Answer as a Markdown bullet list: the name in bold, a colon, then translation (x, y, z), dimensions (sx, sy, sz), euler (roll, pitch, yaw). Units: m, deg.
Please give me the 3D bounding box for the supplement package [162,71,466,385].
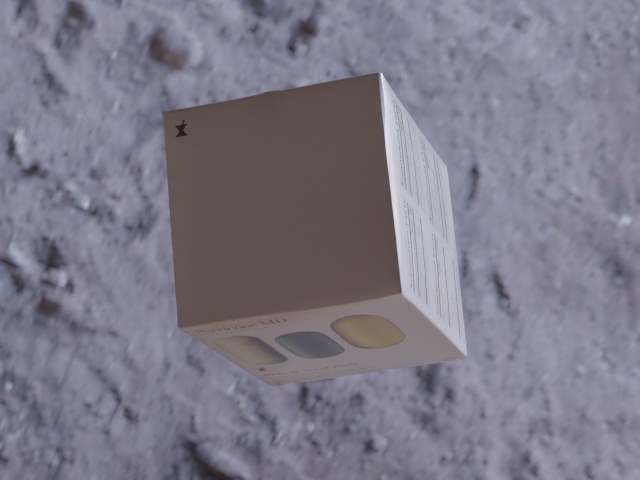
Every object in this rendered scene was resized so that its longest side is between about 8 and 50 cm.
- **supplement package**: translation (0.000, 0.000, 1.655), dimensions (0.199, 0.262, 0.198), euler (-9, 73, 14)
